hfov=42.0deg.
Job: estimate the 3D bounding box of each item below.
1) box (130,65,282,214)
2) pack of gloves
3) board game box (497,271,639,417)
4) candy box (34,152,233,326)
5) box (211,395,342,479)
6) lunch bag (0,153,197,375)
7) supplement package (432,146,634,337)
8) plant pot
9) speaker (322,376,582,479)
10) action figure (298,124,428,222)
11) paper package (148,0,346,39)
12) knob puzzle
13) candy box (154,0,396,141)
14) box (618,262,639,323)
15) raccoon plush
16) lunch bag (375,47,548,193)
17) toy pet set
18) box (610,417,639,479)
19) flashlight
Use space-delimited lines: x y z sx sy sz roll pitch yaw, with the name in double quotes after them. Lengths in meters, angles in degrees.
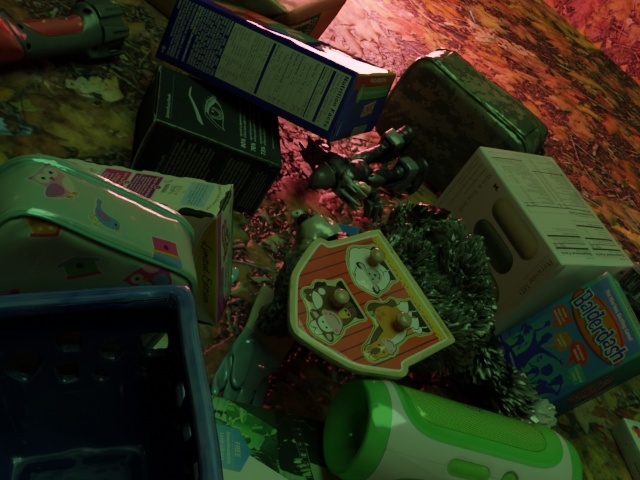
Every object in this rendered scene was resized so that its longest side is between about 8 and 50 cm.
-0.174 -0.153 1.273 0.207 0.108 0.153 19 38 -21 "box"
-0.132 0.117 1.067 0.195 0.046 0.232 45 33 -12 "pack of gloves"
0.385 0.166 1.273 0.047 0.210 0.160 37 28 -35 "board game box"
-0.219 0.000 0.946 0.233 0.159 0.071 9 36 5 "candy box"
-0.025 0.300 0.913 0.322 0.058 0.232 19 38 -25 "box"
-0.261 0.060 0.813 0.224 0.279 0.108 23 36 -35 "lunch bag"
0.346 0.006 1.436 0.198 0.199 0.263 3 47 -37 "supplement package"
-0.210 0.195 0.713 0.235 0.212 0.236 -5 46 -12 "plant pot"
0.156 0.248 0.969 0.296 0.131 0.131 20 38 -22 "speaker"
0.072 -0.118 1.453 0.285 0.099 0.185 -17 67 -44 "action figure"
-0.142 -0.505 1.660 0.309 0.168 0.325 38 34 5 "paper package"
0.046 0.071 0.949 0.213 0.030 0.213 15 50 -19 "knob puzzle"
-0.061 -0.283 1.363 0.317 0.122 0.268 27 16 10 "candy box"
0.560 0.138 1.424 0.307 0.242 0.077 0 48 -40 "box"
0.131 0.133 1.104 0.446 0.216 0.299 43 37 11 "raccoon plush"
0.298 -0.231 1.662 0.305 0.213 0.256 42 36 8 "lunch bag"
0.000 0.000 1.276 0.114 0.065 0.122 10 43 -31 "toy pet set"
0.572 0.368 1.343 0.186 0.038 0.145 15 39 -27 "box"
-0.431 -0.325 1.269 0.103 0.103 0.304 42 37 14 "flashlight"
